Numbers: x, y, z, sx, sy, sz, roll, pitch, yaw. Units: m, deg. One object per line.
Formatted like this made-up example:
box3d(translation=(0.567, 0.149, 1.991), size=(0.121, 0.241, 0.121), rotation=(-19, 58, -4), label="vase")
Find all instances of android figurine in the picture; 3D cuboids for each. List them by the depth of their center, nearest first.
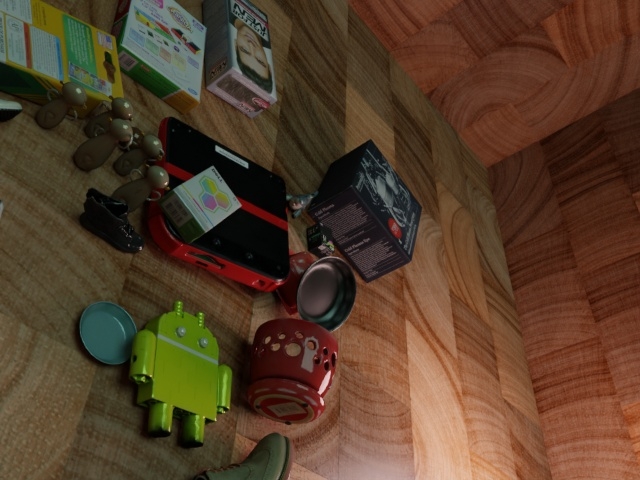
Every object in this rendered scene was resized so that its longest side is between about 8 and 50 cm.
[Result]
box3d(translation=(-0.264, 0.248, 1.208), size=(0.248, 0.056, 0.272), rotation=(39, 38, -42), label="android figurine")

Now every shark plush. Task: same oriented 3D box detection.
box3d(translation=(-0.042, -0.113, 1.847), size=(0.161, 0.067, 0.073), rotation=(-9, 73, -59), label="shark plush")

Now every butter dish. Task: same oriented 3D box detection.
box3d(translation=(-0.045, 0.089, 1.624), size=(0.159, 0.118, 0.160), rotation=(62, 29, 0), label="butter dish")

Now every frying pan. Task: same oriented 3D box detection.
box3d(translation=(0.028, 0.191, 1.597), size=(0.197, 0.053, 0.326), rotation=(-32, 118, -33), label="frying pan")

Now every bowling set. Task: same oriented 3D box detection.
box3d(translation=(-0.407, -0.221, 1.292), size=(0.287, 0.154, 0.200), rotation=(51, 32, -18), label="bowling set")

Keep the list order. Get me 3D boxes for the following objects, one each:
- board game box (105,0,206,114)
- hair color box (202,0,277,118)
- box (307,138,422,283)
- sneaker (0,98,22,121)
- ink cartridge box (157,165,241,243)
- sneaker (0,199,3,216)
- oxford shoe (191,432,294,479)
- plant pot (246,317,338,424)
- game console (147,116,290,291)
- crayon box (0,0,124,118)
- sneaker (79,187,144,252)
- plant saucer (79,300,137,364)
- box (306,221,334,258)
box3d(translation=(-0.410, -0.509, 1.617), size=(0.242, 0.064, 0.316), rotation=(34, 40, -39), label="board game box")
box3d(translation=(-0.243, -0.568, 1.875), size=(0.185, 0.114, 0.374), rotation=(28, 44, -44), label="hair color box")
box3d(translation=(0.156, -0.100, 2.029), size=(0.312, 0.179, 0.343), rotation=(49, 32, -18), label="box")
box3d(translation=(-0.606, -0.252, 1.109), size=(0.161, 0.057, 0.075), rotation=(-18, 86, -57), label="sneaker")
box3d(translation=(-0.242, -0.088, 1.353), size=(0.109, 0.062, 0.209), rotation=(55, 33, -7), label="ink cartridge box")
box3d(translation=(-0.547, 0.022, 0.964), size=(0.237, 0.085, 0.086), rotation=(-88, 164, -47), label="sneaker")
box3d(translation=(-0.158, 0.449, 1.152), size=(0.130, 0.123, 0.348), rotation=(53, 29, -5), label="oxford shoe")
box3d(translation=(-0.066, 0.286, 1.361), size=(0.191, 0.191, 0.174), rotation=(43, 40, -29), label="plant pot")
box3d(translation=(-0.223, -0.076, 1.479), size=(0.387, 0.060, 0.341), rotation=(27, 45, -41), label="game console")
box3d(translation=(-0.560, -0.376, 1.259), size=(0.323, 0.083, 0.203), rotation=(15, 53, -51), label="crayon box")
box3d(translation=(-0.394, -0.036, 1.221), size=(0.170, 0.089, 0.051), rotation=(35, 39, -38), label="sneaker")
box3d(translation=(-0.385, 0.168, 1.134), size=(0.119, 0.021, 0.119), rotation=(36, 39, -36), label="plant saucer")
box3d(translation=(0.000, 0.000, 1.832), size=(0.062, 0.052, 0.083), rotation=(33, 39, -42), label="box")
